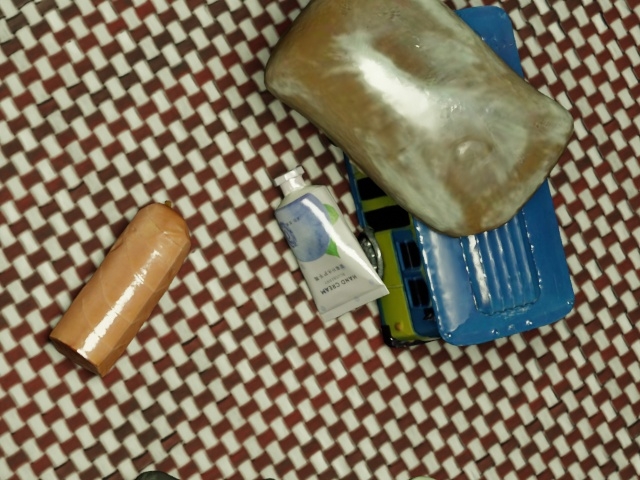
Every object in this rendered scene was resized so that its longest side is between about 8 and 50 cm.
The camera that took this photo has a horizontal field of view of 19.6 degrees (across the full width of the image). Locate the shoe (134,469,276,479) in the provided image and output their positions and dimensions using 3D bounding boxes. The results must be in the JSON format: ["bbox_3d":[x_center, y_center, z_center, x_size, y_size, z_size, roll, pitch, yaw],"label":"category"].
[{"bbox_3d":[-0.065,0.261,1.642,0.227,0.099,0.112,45,66,-16],"label":"shoe"}]

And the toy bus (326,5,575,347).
[{"bbox_3d":[0.110,-0.052,1.682,0.138,0.175,0.288,-14,91,-22],"label":"toy bus"}]

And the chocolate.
[{"bbox_3d":[0.088,-0.118,1.549,0.254,0.080,0.157,40,86,-4],"label":"chocolate"}]

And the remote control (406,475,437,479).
[{"bbox_3d":[0.054,0.367,1.703,0.090,0.038,0.310,30,76,-16],"label":"remote control"}]

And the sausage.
[{"bbox_3d":[-0.167,0.036,1.635,0.065,0.065,0.169,37,75,-14],"label":"sausage"}]

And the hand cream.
[{"bbox_3d":[0.000,0.000,1.695,0.053,0.084,0.142,-25,89,-50],"label":"hand cream"}]
